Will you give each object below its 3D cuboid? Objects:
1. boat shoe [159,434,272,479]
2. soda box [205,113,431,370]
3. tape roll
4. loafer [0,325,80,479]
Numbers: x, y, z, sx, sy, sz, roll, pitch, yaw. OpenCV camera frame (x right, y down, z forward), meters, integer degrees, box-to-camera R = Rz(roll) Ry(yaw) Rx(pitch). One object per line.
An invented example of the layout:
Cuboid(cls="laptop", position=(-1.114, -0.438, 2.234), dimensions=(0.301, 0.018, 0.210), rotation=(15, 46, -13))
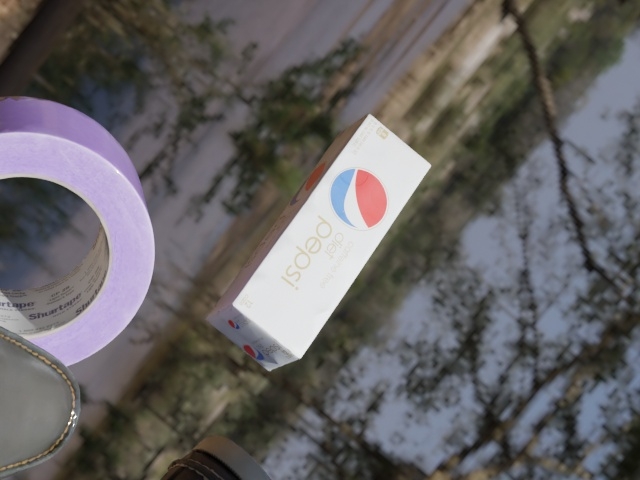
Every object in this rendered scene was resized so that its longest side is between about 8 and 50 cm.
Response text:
Cuboid(cls="boat shoe", position=(-0.016, 0.192, 0.669), dimensions=(0.065, 0.206, 0.075), rotation=(-34, -179, -32))
Cuboid(cls="soda box", position=(0.000, 0.000, 1.194), dimensions=(0.216, 0.074, 0.069), rotation=(-55, -169, -26))
Cuboid(cls="tape roll", position=(-0.218, -0.003, 1.041), dimensions=(0.189, 0.189, 0.080), rotation=(-51, -155, 11))
Cuboid(cls="loafer", position=(-0.115, 0.045, 0.387), dimensions=(0.170, 0.061, 0.062), rotation=(13, 84, -61))
